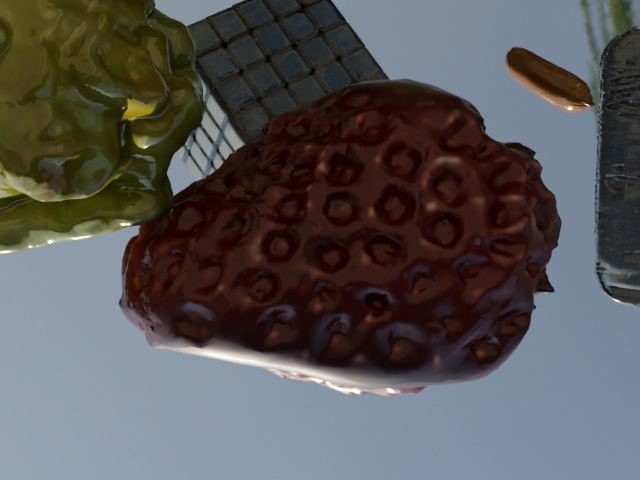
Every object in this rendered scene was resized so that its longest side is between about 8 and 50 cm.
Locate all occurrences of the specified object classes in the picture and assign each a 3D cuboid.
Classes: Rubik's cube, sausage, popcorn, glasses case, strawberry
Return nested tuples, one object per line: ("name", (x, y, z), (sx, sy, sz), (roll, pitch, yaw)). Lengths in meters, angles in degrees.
("Rubik's cube", (-0.066, -0.182, 1.526), (0.237, 0.238, 0.237), (-29, -103, -25))
("sausage", (0.327, -0.235, 1.606), (0.054, 0.062, 0.183), (-29, -131, -24))
("popcorn", (-0.245, -0.130, 0.865), (0.312, 0.312, 0.312), (-15, -144, 11))
("glasses case", (0.323, -0.068, 1.074), (0.109, 0.282, 0.067), (2, -163, 13))
("strawberry", (0.000, 0.000, 0.949), (0.345, 0.295, 0.317), (-3, -148, -24))
